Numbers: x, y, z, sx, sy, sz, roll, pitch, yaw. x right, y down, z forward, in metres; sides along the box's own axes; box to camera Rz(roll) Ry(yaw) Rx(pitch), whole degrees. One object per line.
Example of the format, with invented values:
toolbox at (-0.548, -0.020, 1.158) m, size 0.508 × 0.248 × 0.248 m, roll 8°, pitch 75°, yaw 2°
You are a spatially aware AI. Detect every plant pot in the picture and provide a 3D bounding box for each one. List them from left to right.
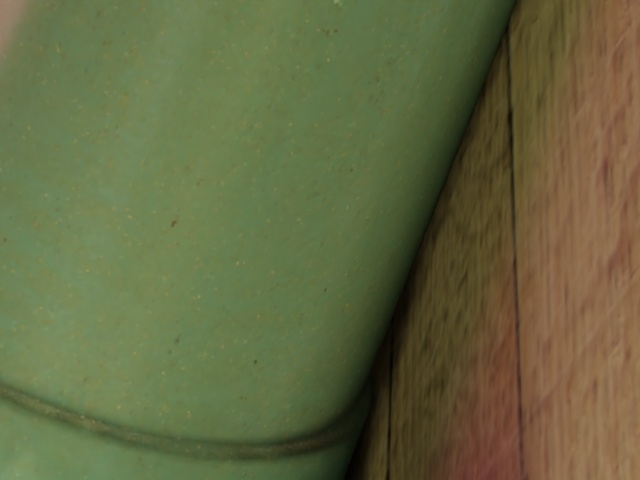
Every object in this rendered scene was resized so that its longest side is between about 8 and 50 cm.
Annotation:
plant pot at (-0.078, -0.055, 0.787) m, size 0.341 × 0.341 × 0.334 m, roll -101°, pitch 34°, yaw -66°
